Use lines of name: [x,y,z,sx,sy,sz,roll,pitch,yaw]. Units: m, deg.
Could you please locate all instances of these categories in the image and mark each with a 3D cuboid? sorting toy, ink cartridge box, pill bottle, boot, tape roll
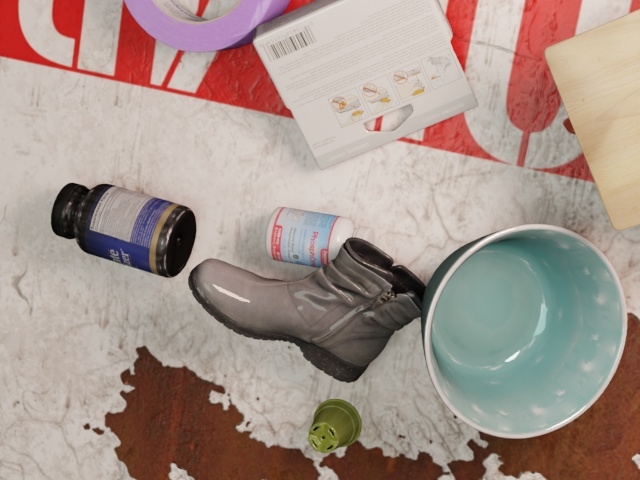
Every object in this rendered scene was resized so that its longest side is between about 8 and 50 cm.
sorting toy: [0.457,-0.179,1.610,0.257,0.089,0.256,-21,95,22]
ink cartridge box: [0.071,-0.264,1.900,0.275,0.060,0.239,-21,118,13]
pill bottle: [0.000,0.000,1.975,0.160,0.087,0.087,9,103,17]
boot: [-0.012,0.066,1.915,0.338,0.118,0.223,25,128,-20]
pill bottle: [-0.324,-0.024,2.061,0.219,0.123,0.123,16,105,16]
tape roll: [-0.177,-0.432,1.952,0.274,0.090,0.275,4,102,18]

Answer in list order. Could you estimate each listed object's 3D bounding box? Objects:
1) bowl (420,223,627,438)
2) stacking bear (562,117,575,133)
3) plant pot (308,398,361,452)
bowl: [0.269,0.114,1.829,0.311,0.163,0.312,-4,102,-17]
stacking bear: [0.492,-0.087,1.748,0.175,0.164,0.289,-30,88,22]
plant pot: [0.015,0.307,2.032,0.083,0.079,0.083,4,101,19]
